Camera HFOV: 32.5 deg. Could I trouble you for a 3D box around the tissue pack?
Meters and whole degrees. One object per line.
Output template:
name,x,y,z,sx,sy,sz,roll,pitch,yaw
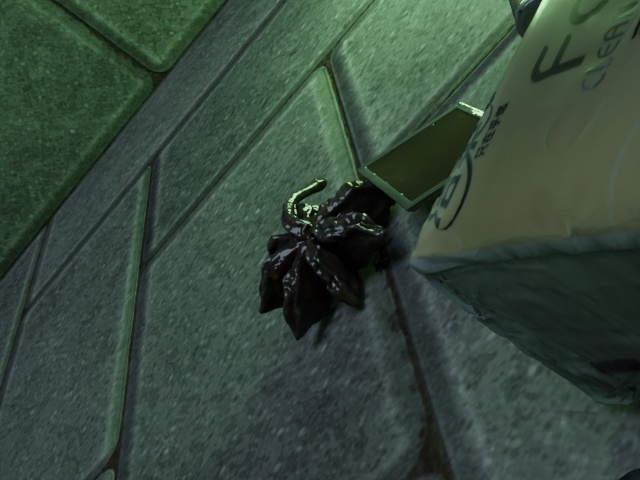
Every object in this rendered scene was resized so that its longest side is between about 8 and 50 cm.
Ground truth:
tissue pack,0.276,-0.116,0.650,0.405,0.205,0.331,-61,18,-18

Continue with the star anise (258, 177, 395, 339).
star anise,0.000,0.000,1.213,0.209,0.089,0.231,-48,33,-4

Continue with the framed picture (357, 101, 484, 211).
framed picture,0.121,-0.089,1.137,0.142,0.011,0.183,-33,21,-3

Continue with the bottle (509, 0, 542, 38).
bottle,0.228,-0.282,1.198,0.060,0.060,0.217,-44,24,26

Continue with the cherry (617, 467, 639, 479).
cherry,0.194,0.163,0.443,0.195,0.195,0.195,-44,23,25
